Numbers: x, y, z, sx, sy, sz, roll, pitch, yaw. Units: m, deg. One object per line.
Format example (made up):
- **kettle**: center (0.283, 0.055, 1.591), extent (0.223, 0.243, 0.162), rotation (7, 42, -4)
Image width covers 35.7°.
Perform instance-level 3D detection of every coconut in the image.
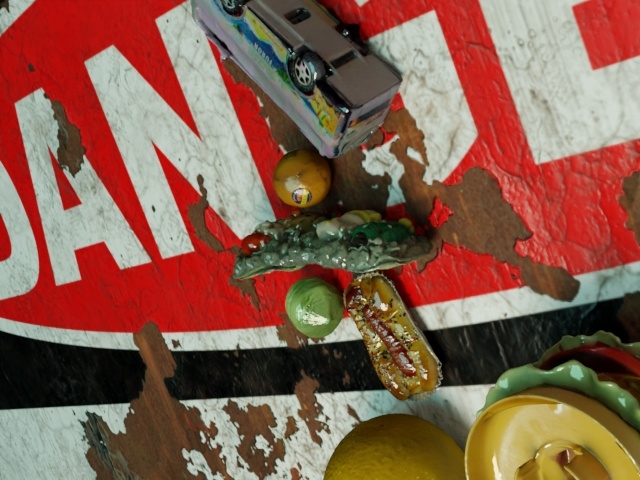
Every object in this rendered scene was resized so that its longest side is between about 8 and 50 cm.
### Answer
- **coconut**: center (-0.007, 0.097, 1.434), extent (0.096, 0.088, 0.087), rotation (40, 138, 54)

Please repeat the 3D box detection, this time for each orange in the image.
- **orange**: center (0.109, 0.353, 1.350), extent (0.236, 0.236, 0.236), rotation (23, 125, 37)
- **orange**: center (-0.024, -0.085, 1.362), extent (0.084, 0.084, 0.083), rotation (23, 125, 37)

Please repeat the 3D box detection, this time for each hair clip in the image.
- **hair clip**: center (0.000, -0.002, 1.345), extent (0.321, 0.138, 0.091), rotation (-7, 94, 47)

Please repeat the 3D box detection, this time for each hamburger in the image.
- **hamburger**: center (0.311, 0.233, 1.079), extent (0.274, 0.212, 0.274), rotation (23, 124, 40)

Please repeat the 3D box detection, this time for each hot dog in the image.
- **hot dog**: center (0.097, 0.133, 1.369), extent (0.108, 0.059, 0.191), rotation (-35, 82, 44)

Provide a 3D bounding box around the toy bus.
- **toy bus**: center (-0.044, -0.252, 1.282), extent (0.317, 0.112, 0.138), rotation (47, 147, 19)
